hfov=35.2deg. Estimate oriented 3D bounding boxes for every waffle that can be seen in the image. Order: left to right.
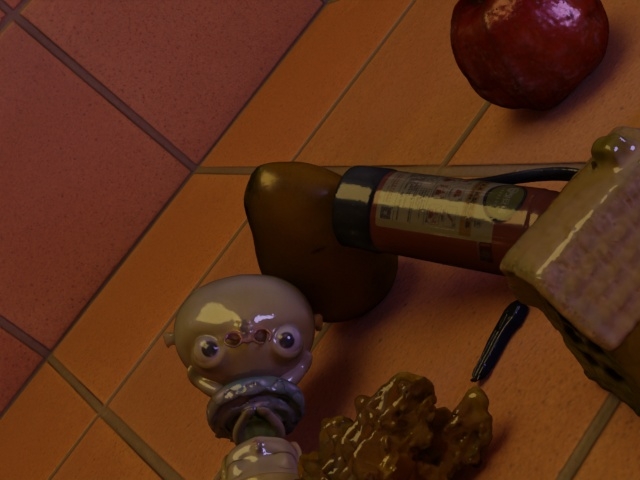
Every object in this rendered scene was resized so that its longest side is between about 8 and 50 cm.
[{"bbox_3d":[0.073,0.294,1.030,0.261,0.151,0.324,-46,17,21],"label":"waffle"}]

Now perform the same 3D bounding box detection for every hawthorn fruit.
[{"bbox_3d":[0.288,-0.328,1.507,0.242,0.272,0.242,-36,34,30],"label":"hawthorn fruit"}]

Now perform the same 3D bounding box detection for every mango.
[{"bbox_3d":[0.000,0.000,1.485,0.211,0.317,0.173,-1,55,23],"label":"mango"}]

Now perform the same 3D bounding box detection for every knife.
[{"bbox_3d":[0.215,0.124,1.223,0.121,0.018,0.031,-59,21,-19],"label":"knife"}]

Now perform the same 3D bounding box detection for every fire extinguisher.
[{"bbox_3d":[0.212,-0.043,1.266,0.376,0.113,0.200,12,65,31],"label":"fire extinguisher"}]

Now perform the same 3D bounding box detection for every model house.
[{"bbox_3d":[0.288,0.021,0.957,0.193,0.234,0.175,-47,21,-2],"label":"model house"}]

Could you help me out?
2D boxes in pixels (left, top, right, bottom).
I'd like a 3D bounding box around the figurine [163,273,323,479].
[{"bbox_3d":[-0.083,0.246,1.378,0.227,0.274,0.394,-11,52,-3],"label":"figurine"}]
